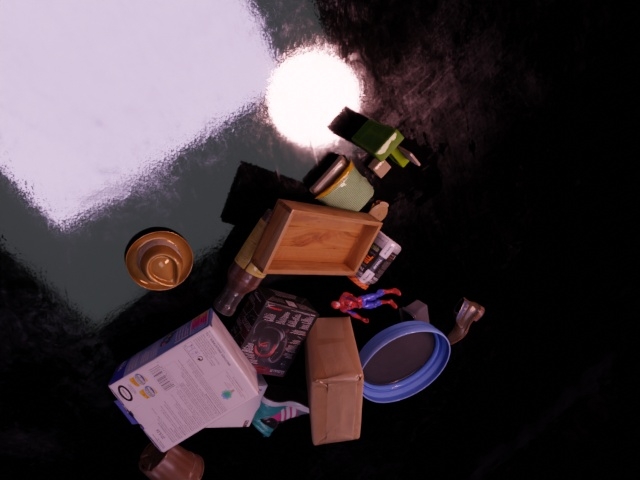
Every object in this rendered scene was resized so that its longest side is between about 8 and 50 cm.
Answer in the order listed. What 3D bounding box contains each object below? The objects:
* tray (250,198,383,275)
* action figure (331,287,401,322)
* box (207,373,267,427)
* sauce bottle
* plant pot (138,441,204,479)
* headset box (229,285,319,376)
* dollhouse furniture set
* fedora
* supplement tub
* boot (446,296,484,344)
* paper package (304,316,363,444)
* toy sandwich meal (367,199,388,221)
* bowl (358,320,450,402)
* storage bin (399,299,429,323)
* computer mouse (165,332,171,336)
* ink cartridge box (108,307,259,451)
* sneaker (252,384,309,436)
[{"bbox_3d":[0.000,0.000,1.507,0.411,0.076,0.202,6,117,-47],"label":"tray"},{"bbox_3d":[0.177,0.236,1.803,0.281,0.139,0.091,-1,115,-26],"label":"action figure"},{"bbox_3d":[-0.305,0.521,1.696,0.182,0.119,0.180,13,108,-34],"label":"box"},{"bbox_3d":[-0.207,0.070,1.509,0.111,0.111,0.344,29,101,-37],"label":"sauce bottle"},{"bbox_3d":[-0.509,0.759,1.697,0.167,0.167,0.165,-36,120,-7],"label":"plant pot"},{"bbox_3d":[-0.175,0.315,1.660,0.218,0.110,0.293,20,105,-35],"label":"headset box"},{"bbox_3d":[0.141,-0.185,1.534,0.301,0.151,0.198,-48,128,2],"label":"dollhouse furniture set"},{"bbox_3d":[-0.439,0.071,1.397,0.195,0.079,0.194,-14,122,-23],"label":"fedora"},{"bbox_3d":[0.176,0.066,1.715,0.117,0.117,0.190,33,97,-38],"label":"supplement tub"},{"bbox_3d":[0.586,0.340,2.139,0.106,0.082,0.219,35,101,-16],"label":"boot"},{"bbox_3d":[0.036,0.466,1.709,0.168,0.324,0.309,-2,119,-5],"label":"paper package"},{"bbox_3d":[0.190,-0.097,1.691,0.086,0.029,0.085,-19,135,-20],"label":"toy sandwich meal"},{"bbox_3d":[0.311,0.469,1.947,0.392,0.077,0.390,-11,127,-16],"label":"bowl"},{"bbox_3d":[0.382,0.307,1.985,0.091,0.098,0.135,-33,128,-23],"label":"storage bin"},{"bbox_3d":[-0.447,0.376,1.585,0.106,0.042,0.193,-42,128,-4],"label":"computer mouse"},{"bbox_3d":[-0.420,0.424,1.482,0.396,0.151,0.269,-32,105,-3],"label":"ink cartridge box"},{"bbox_3d":[-0.153,0.636,1.844,0.296,0.123,0.178,26,106,-42],"label":"sneaker"}]
